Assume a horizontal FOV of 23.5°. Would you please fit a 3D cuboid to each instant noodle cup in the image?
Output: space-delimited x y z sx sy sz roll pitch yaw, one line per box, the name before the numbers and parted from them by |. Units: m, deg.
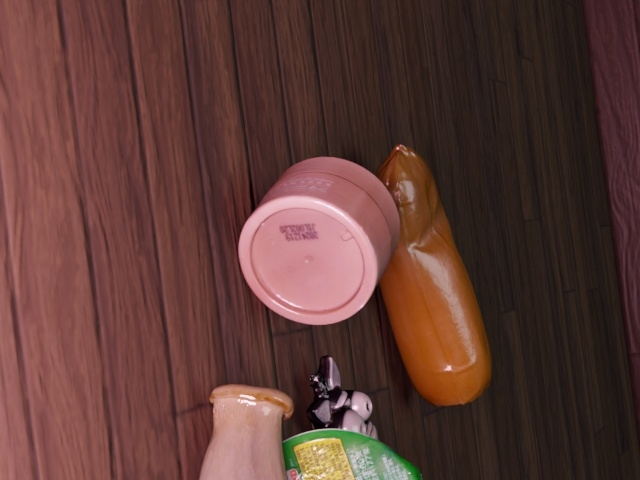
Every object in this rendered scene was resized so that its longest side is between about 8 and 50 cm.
instant noodle cup | 0.038 0.312 1.548 0.232 0.207 0.207 52 36 -65

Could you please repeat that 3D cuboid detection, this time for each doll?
doll | 0.036 0.229 1.730 0.091 0.067 0.219 -69 144 -45

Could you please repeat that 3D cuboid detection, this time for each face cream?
face cream | 0.000 0.000 1.599 0.104 0.149 0.149 -58 136 -58

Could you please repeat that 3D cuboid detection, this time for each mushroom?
mushroom | -0.064 0.250 1.415 0.096 0.108 0.247 104 -20 -66

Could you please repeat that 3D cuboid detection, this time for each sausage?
sausage | 0.130 0.041 1.979 0.134 0.116 0.354 -38 117 -50
